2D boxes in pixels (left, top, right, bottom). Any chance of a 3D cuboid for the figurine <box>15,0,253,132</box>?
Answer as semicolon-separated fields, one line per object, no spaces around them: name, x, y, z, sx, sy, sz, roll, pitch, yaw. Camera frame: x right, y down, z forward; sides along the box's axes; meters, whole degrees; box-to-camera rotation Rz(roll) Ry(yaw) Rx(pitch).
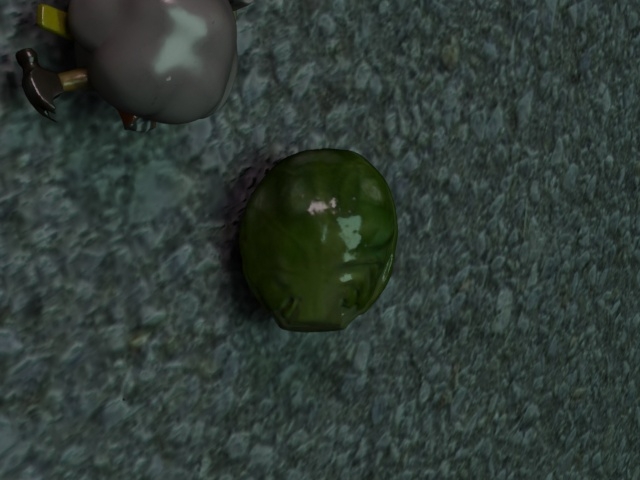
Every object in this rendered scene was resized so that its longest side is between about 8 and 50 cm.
figurine;-0.099;-0.153;0.768;0.137;0.112;0.229;60;42;-34

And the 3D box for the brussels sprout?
brussels sprout;0.002;0.000;0.921;0.155;0.117;0.155;4;85;-57
